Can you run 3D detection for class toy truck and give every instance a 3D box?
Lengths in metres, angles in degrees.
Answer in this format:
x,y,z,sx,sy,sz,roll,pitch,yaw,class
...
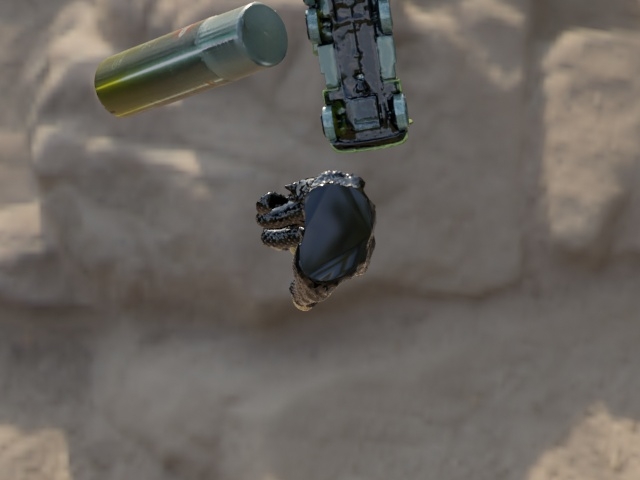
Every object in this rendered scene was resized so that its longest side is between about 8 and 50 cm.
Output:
x,y,z,sx,sy,sz,roll,pitch,yaw,class
0.031,-0.162,1.597,0.077,0.168,0.100,-9,9,5,toy truck

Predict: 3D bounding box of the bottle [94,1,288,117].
x,y,z,sx,sy,sz,roll,pitch,yaw,class
-0.158,-0.215,2.309,0.286,0.082,0.082,-13,18,46,bottle

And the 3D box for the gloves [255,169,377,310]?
x,y,z,sx,sy,sz,roll,pitch,yaw,class
0.002,-0.003,1.946,0.106,0.129,0.181,-24,3,-6,gloves
